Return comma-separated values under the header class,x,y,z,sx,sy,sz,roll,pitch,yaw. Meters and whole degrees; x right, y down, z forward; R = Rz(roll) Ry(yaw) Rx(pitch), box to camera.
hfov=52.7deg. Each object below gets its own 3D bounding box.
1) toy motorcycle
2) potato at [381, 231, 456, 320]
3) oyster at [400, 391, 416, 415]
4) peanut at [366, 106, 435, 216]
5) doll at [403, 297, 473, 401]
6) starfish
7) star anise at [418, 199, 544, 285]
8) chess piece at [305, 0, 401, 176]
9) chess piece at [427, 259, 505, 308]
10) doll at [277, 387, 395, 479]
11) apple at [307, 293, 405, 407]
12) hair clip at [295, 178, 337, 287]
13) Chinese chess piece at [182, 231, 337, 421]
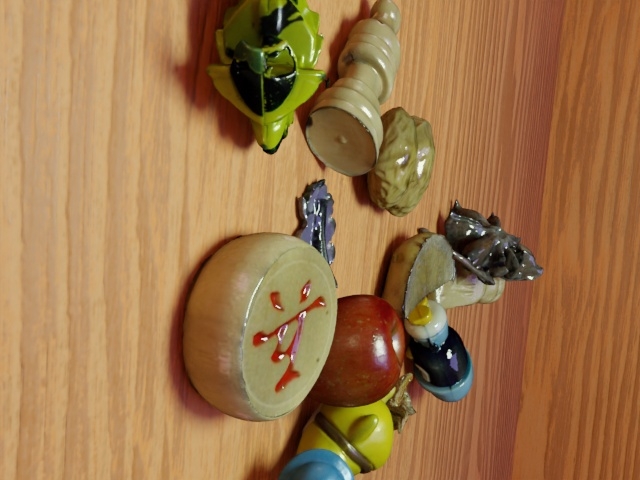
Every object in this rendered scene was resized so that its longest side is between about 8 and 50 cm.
class,x,y,z,sx,sy,sz,roll,pitch,yaw
toy motorcycle,-0.058,-0.274,0.756,0.206,0.142,0.343,-142,-125,-78
potato,0.189,0.056,1.351,0.243,0.098,0.138,-28,118,-50
oyster,0.197,0.381,1.533,0.083,0.038,0.081,64,7,-5
peanut,0.147,-0.145,1.204,0.233,0.110,0.197,7,96,-62
doll,0.273,0.265,1.522,0.177,0.141,0.314,-95,161,-57
starfish,0.117,0.344,1.224,0.227,0.043,0.240,-56,-176,-14
star anise,0.398,0.016,1.635,0.139,0.359,0.316,-56,-174,25
chess piece,0.076,-0.269,1.054,0.138,0.124,0.307,36,57,-26
chess piece,0.372,0.116,1.713,0.300,0.137,0.137,-4,100,-51
doll,0.026,0.346,1.047,0.199,0.145,0.363,-51,171,29
apple,0.047,0.173,1.026,0.181,0.168,0.181,-5,90,-66
hair clip,0.002,0.000,1.033,0.124,0.052,0.196,-20,109,-66
Chinese chess piece,-0.075,0.112,0.859,0.249,0.103,0.250,-24,119,-56
